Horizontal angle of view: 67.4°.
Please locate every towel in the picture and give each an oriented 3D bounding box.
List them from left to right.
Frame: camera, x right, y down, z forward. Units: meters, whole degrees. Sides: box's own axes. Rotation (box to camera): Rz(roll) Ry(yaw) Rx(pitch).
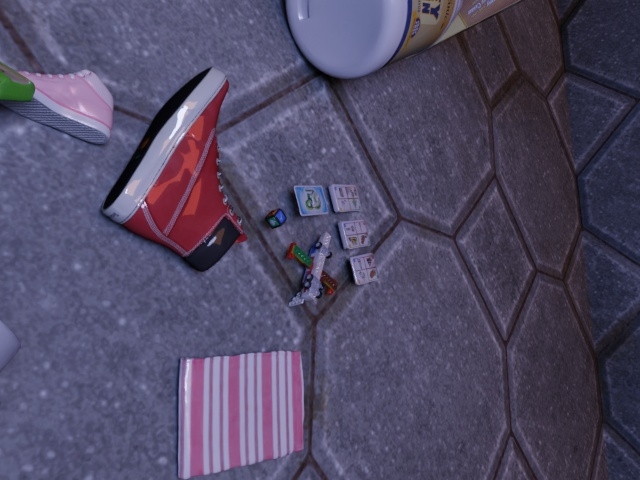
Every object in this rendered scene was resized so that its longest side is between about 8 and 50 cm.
[{"bbox_3d":[-0.102,0.225,0.647,0.196,0.029,0.144,8,76,-41],"label":"towel"}]

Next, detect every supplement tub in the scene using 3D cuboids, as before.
[{"bbox_3d":[0.113,-0.439,0.866,0.316,0.228,0.229,-39,108,-42],"label":"supplement tub"}]

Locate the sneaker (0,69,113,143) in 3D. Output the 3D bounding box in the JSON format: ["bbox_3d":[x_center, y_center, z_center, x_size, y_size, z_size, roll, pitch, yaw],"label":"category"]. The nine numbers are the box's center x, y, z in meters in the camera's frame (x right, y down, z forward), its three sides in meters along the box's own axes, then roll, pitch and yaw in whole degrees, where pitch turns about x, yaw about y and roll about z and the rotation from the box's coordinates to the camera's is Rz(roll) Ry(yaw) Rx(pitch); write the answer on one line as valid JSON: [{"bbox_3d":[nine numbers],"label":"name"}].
[{"bbox_3d":[-0.293,-0.166,0.531,0.134,0.050,0.070,24,63,-42],"label":"sneaker"}]

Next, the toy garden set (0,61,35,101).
[{"bbox_3d":[-0.378,-0.181,0.347,0.203,0.049,0.244,32,17,4],"label":"toy garden set"}]

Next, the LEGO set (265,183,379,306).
[{"bbox_3d":[0.000,0.000,0.797,0.244,0.060,0.183,-9,84,-54],"label":"LEGO set"}]

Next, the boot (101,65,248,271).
[{"bbox_3d":[-0.147,-0.091,0.635,0.176,0.088,0.245,37,65,-33],"label":"boot"}]

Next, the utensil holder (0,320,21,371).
[{"bbox_3d":[-0.380,0.107,0.166,0.328,0.327,0.386,50,55,-24],"label":"utensil holder"}]

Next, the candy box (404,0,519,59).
[{"bbox_3d":[0.284,-0.532,0.993,0.087,0.316,0.183,-37,107,-42],"label":"candy box"}]
